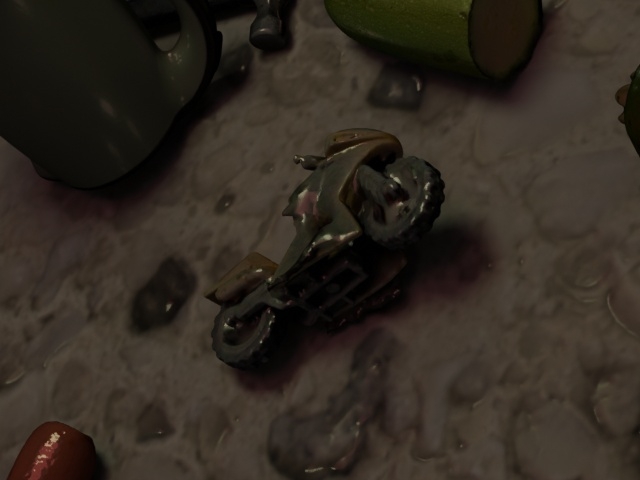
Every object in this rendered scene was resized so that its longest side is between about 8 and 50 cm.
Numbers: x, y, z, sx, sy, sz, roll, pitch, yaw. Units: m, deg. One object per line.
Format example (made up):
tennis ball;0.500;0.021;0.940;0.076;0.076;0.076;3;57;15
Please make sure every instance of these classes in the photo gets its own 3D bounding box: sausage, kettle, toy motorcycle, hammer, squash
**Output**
sausage;-0.224;0.215;1.365;0.062;0.062;0.154;11;70;35
kettle;-0.203;-0.167;1.454;0.221;0.236;0.161;-28;41;14
toy motorcycle;0.000;0.000;1.343;0.229;0.094;0.130;-39;45;22
hammer;-0.155;-0.209;1.579;0.290;0.037;0.137;-10;60;26
squash;0.073;-0.184;1.400;0.188;0.095;0.095;15;72;39

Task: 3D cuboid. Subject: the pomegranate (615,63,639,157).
pomegranate;0.256;-0.093;1.232;0.114;0.114;0.142;-56;26;-7
